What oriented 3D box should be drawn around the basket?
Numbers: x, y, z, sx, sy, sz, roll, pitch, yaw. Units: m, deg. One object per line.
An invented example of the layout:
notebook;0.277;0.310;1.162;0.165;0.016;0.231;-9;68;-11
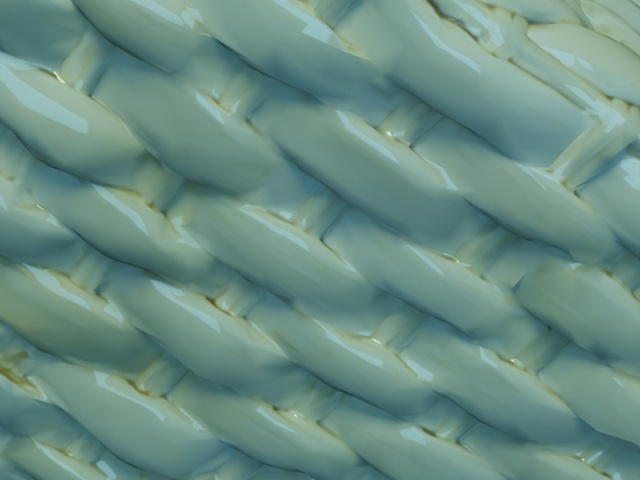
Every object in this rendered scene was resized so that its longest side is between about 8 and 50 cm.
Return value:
basket;0.000;0.000;0.493;0.331;0.266;0.328;33;123;-19
